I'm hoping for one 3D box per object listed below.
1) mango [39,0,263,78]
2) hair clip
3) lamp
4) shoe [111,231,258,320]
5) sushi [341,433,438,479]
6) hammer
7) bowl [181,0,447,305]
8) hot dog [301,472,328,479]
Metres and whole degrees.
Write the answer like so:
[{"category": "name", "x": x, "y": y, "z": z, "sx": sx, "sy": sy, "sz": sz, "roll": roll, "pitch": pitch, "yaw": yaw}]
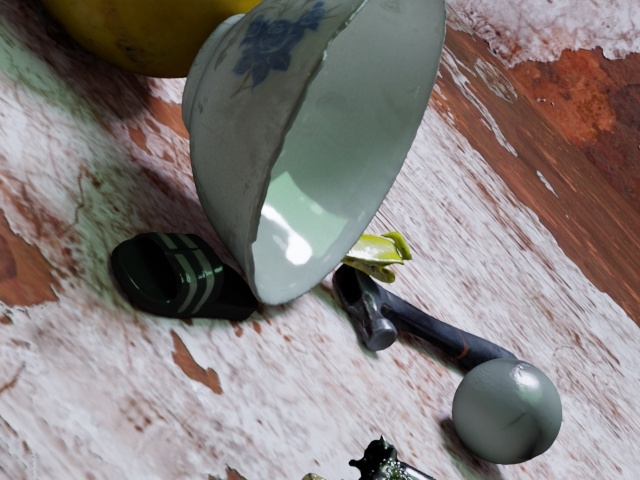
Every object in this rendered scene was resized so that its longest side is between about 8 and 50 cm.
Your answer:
[{"category": "mango", "x": -0.178, "y": -0.325, "z": 1.387, "sx": 0.300, "sy": 0.232, "sz": 0.446, "roll": 45, "pitch": 11, "yaw": -33}, {"category": "hair clip", "x": 0.000, "y": 0.000, "z": 1.373, "sx": 0.173, "sy": 0.046, "sz": 0.072, "roll": 10, "pitch": 35, "yaw": -33}, {"category": "lamp", "x": 0.178, "y": 0.164, "z": 1.391, "sx": 0.105, "sy": 0.105, "sz": 0.105, "roll": 42, "pitch": 20, "yaw": -18}, {"category": "shoe", "x": -0.096, "y": 0.022, "z": 1.150, "sx": 0.071, "sy": 0.049, "sz": 0.179, "roll": 56, "pitch": 20, "yaw": 25}, {"category": "sushi", "x": 0.054, "y": 0.205, "z": 1.116, "sx": 0.085, "sy": 0.056, "sz": 0.083, "roll": 45, "pitch": 26, "yaw": -12}, {"category": "hammer", "x": 0.118, "y": 0.091, "z": 1.506, "sx": 0.290, "sy": 0.037, "sz": 0.137, "roll": 28, "pitch": 29, "yaw": -44}, {"category": "bowl", "x": -0.028, "y": -0.115, "z": 1.236, "sx": 0.146, "sy": 0.313, "sz": 0.313, "roll": 28, "pitch": 13, "yaw": 17}, {"category": "hot dog", "x": 0.003, "y": 0.199, "z": 1.044, "sx": 0.030, "sy": 0.034, "sz": 0.090, "roll": 30, "pitch": 4, "yaw": -19}]
